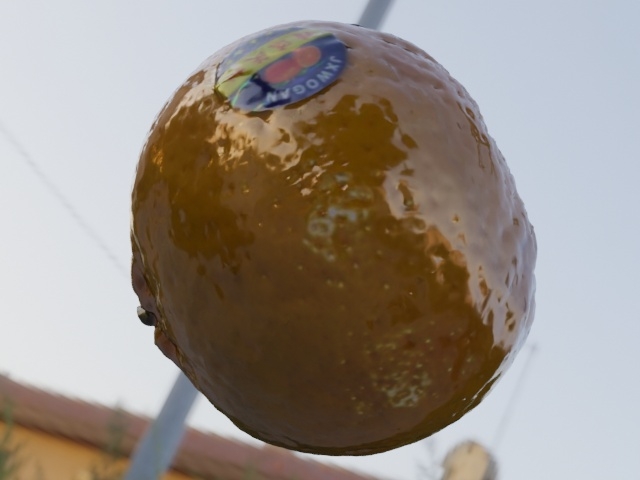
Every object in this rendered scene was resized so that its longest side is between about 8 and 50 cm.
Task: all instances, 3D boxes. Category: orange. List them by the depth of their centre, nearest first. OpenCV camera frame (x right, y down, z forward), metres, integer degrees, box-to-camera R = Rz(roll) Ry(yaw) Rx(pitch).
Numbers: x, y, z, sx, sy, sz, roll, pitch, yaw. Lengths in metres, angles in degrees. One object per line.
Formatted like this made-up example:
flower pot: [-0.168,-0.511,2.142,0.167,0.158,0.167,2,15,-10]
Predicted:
orange: [0.003,-0.001,0.626,0.177,0.155,0.177,49,-19,24]
